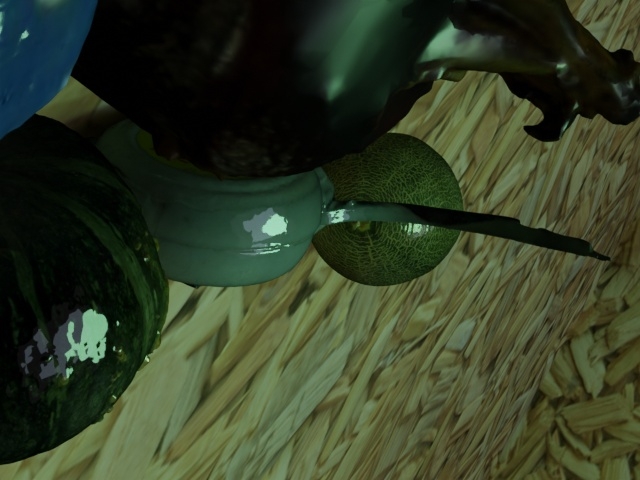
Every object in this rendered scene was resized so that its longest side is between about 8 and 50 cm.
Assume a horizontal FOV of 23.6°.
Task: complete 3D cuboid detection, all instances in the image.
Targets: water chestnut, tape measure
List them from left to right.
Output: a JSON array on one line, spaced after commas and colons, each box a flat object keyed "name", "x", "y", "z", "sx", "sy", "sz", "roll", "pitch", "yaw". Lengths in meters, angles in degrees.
[{"name": "tape measure", "x": 0.000, "y": 0.001, "z": 0.927, "sx": 0.164, "sy": 0.330, "sz": 0.084, "roll": -39, "pitch": 144, "yaw": -52}, {"name": "water chestnut", "x": 0.020, "y": -0.170, "z": 0.781, "sx": 0.335, "sy": 0.347, "sz": 0.335, "roll": -62, "pitch": 172, "yaw": -16}]

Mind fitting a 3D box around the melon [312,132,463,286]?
[{"name": "melon", "x": 0.057, "y": -0.027, "z": 1.361, "sx": 0.139, "sy": 0.139, "sz": 0.192, "roll": -71, "pitch": 165, "yaw": 12}]

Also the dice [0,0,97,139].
[{"name": "dice", "x": -0.176, "y": -0.114, "z": 0.587, "sx": 0.146, "sy": 0.147, "sz": 0.143, "roll": -45, "pitch": 150, "yaw": -48}]

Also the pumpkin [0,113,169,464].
[{"name": "pumpkin", "x": -0.164, "y": 0.021, "z": 0.725, "sx": 0.190, "sy": 0.190, "sz": 0.146, "roll": -56, "pitch": 162, "yaw": -31}]
